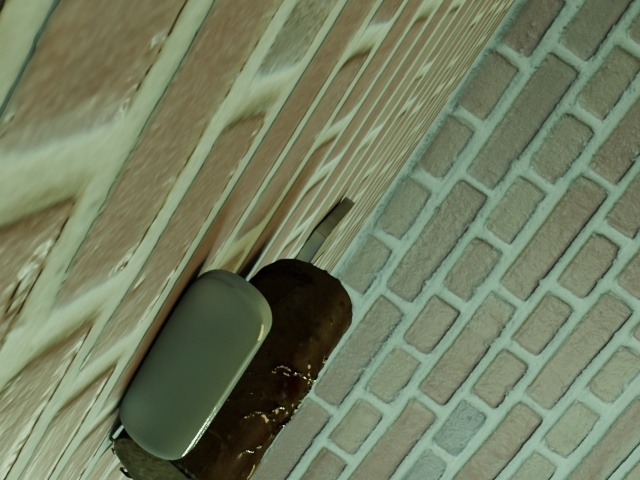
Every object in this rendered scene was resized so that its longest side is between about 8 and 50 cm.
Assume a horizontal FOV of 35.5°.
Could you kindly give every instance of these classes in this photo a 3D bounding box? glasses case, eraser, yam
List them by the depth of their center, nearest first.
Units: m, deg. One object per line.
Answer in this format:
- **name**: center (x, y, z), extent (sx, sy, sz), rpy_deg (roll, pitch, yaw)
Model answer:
- **glasses case**: center (-0.098, 0.098, 0.763), extent (0.178, 0.067, 0.045), rpy_deg (-57, 174, 30)
- **yam**: center (-0.078, 0.134, 0.942), extent (0.280, 0.131, 0.131), rpy_deg (-53, 176, -43)
- **eraser**: center (0.000, 0.000, 1.495), extent (0.104, 0.023, 0.150), rpy_deg (-57, 176, 28)
